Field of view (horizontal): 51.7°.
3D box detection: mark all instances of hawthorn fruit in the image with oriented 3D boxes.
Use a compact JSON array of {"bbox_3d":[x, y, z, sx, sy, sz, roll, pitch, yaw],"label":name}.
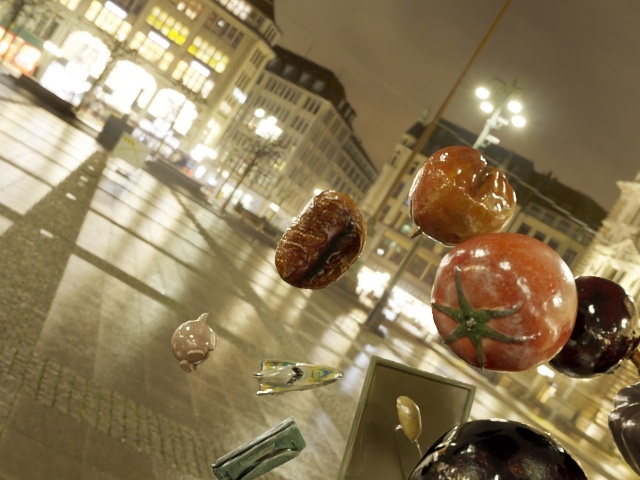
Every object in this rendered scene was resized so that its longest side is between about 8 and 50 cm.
[{"bbox_3d":[0.351,-0.096,1.754,0.277,0.298,0.277,39,22,-19],"label":"hawthorn fruit"}]

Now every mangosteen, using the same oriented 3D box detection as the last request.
[{"bbox_3d":[0.608,0.207,1.434,0.261,0.236,0.235,32,-1,23],"label":"mangosteen"},{"bbox_3d":[0.355,0.556,1.249,0.382,0.382,0.435,33,24,-33],"label":"mangosteen"}]

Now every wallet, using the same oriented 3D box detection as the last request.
[{"bbox_3d":[-0.082,0.302,0.919,0.026,0.129,0.088,54,-15,38],"label":"wallet"}]

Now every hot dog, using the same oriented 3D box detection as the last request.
[{"bbox_3d":[0.001,0.002,1.373,0.160,0.227,0.099,48,19,10],"label":"hot dog"}]

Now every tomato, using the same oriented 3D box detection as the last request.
[{"bbox_3d":[0.346,0.109,1.230,0.264,0.265,0.265,32,-1,0],"label":"tomato"}]

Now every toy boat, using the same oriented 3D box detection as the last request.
[{"bbox_3d":[-0.047,0.304,1.473,0.210,0.084,0.066,-8,-36,18],"label":"toy boat"}]

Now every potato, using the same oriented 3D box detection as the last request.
[{"bbox_3d":[0.184,0.363,1.346,0.037,0.036,0.093,0,70,-60],"label":"potato"}]

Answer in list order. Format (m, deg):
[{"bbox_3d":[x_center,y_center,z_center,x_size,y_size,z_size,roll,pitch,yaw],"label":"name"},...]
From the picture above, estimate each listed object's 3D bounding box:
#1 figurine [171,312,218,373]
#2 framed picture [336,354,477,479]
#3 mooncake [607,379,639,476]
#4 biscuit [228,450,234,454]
[{"bbox_3d":[-0.333,0.272,1.749,0.125,0.125,0.138,33,30,-21],"label":"figurine"},{"bbox_3d":[0.242,0.591,1.909,0.325,0.447,0.028,17,-6,1],"label":"framed picture"},{"bbox_3d":[0.738,0.359,1.348,0.154,0.306,0.306,52,0,3],"label":"mooncake"},{"bbox_3d":[-0.168,0.481,1.375,0.087,0.089,0.027,54,-35,20],"label":"biscuit"}]
